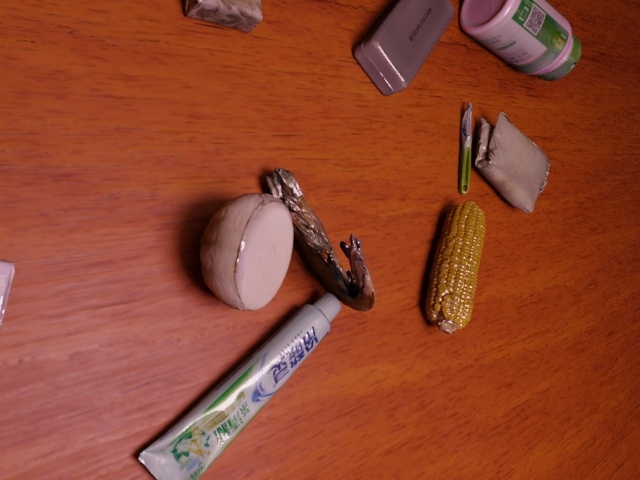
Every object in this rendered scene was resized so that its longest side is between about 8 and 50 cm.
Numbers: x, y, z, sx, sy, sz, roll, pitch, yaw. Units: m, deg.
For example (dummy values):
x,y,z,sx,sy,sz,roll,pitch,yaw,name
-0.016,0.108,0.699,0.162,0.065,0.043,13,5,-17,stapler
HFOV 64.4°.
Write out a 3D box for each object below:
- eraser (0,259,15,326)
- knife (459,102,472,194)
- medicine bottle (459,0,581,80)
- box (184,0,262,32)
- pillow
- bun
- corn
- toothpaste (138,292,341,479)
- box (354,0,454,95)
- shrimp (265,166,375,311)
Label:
x,y,z,sx,sy,sz,roll,pitch,yaw,name
-0.351,0.030,0.364,0.210,0.125,0.067,16,73,-35,eraser
0.275,-0.173,0.958,0.022,0.026,0.183,6,77,3,knife
0.423,-0.432,1.051,0.274,0.134,0.133,14,73,-35,medicine bottle
-0.126,-0.312,0.654,0.098,0.045,0.062,0,81,-39,box
0.372,-0.152,0.995,0.181,0.078,0.134,35,63,-27,pillow
-0.097,0.009,0.594,0.138,0.094,0.138,11,90,-68,bun
0.225,0.041,0.845,0.080,0.080,0.238,32,61,-30,corn
-0.077,0.167,0.608,0.297,0.048,0.074,-42,112,-31,toothpaste
0.150,-0.359,0.873,0.103,0.055,0.243,46,57,-22,box
0.000,0.000,0.640,0.046,0.152,0.219,-32,95,-14,shrimp
